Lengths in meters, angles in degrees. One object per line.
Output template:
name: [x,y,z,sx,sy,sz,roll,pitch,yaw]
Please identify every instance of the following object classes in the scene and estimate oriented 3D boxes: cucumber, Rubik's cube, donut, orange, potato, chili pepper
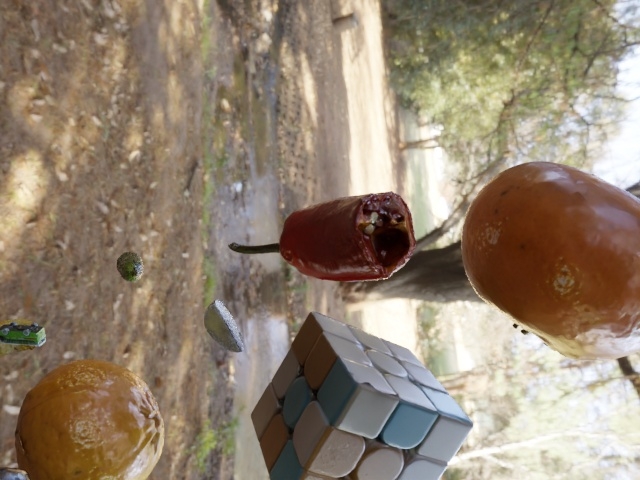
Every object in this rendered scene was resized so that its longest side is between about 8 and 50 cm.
cucumber: [-0.470,0.065,1.390,0.227,0.069,0.069,-168,-114,-68]
Rubik's cube: [0.080,0.431,1.348,0.344,0.347,0.346,-59,-156,9]
donut: [-0.674,0.208,1.228,0.097,0.108,0.043,38,-48,44]
orange: [-0.520,0.444,1.301,0.340,0.293,0.340,165,-90,-87]
potato: [-0.152,0.131,0.858,0.037,0.036,0.093,-93,158,-69]
chili pepper: [0.004,0.002,0.941,0.131,0.338,0.134,-44,111,-35]
orange: [0.472,0.040,1.084,0.326,0.424,0.424,-62,179,14]

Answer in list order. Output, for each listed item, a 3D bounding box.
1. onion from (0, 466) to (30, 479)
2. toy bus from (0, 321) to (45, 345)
onion: [-0.502,0.385,0.768,0.218,0.195,0.139,-58,-143,41]
toy bus: [-0.568,0.178,1.064,0.031,0.083,0.037,-73,163,-67]
